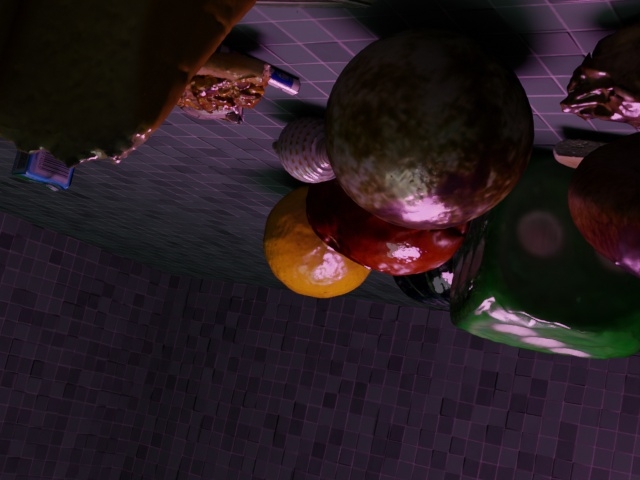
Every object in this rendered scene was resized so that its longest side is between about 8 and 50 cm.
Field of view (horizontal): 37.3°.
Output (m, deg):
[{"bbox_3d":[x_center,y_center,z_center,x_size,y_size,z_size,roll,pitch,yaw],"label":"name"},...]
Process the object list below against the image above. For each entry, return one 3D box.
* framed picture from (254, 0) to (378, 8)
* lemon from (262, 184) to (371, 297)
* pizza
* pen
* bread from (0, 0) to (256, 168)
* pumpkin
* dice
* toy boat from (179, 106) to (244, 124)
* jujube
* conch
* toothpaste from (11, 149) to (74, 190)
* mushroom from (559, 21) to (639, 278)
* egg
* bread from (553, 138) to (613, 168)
[{"bbox_3d":[-0.100,-0.265,1.006,0.232,0.019,0.296,8,-170,28],"label":"framed picture"},{"bbox_3d":[0.000,0.000,1.995,0.245,0.245,0.320,14,176,-9],"label":"lemon"},{"bbox_3d":[-0.155,-0.223,1.351,0.246,0.058,0.127,8,169,43],"label":"pizza"},{"bbox_3d":[-0.114,-0.256,1.356,0.204,0.025,0.025,20,167,-34],"label":"pen"},{"bbox_3d":[-0.150,-0.202,0.768,0.233,0.361,0.245,7,166,25],"label":"bread"},{"bbox_3d":[0.287,0.043,1.891,0.315,0.238,0.315,11,165,3],"label":"pumpkin"},{"bbox_3d":[0.389,0.034,1.572,0.300,0.287,0.297,12,170,1],"label":"dice"},{"bbox_3d":[-0.216,-0.230,1.501,0.210,0.066,0.084,11,168,11],"label":"toy boat"},{"bbox_3d":[0.110,-0.055,1.610,0.223,0.223,0.318,21,174,-39],"label":"jujube"},{"bbox_3d":[-0.009,-0.155,1.558,0.135,0.102,0.153,10,-153,-33],"label":"conch"},{"bbox_3d":[-0.331,-0.200,1.235,0.065,0.266,0.050,20,167,-39],"label":"toothpaste"},{"bbox_3d":[0.447,-0.092,1.125,0.334,0.356,0.331,-24,-177,-25],"label":"mushroom"},{"bbox_3d":[0.139,-0.129,1.141,0.238,0.238,0.289,3,175,44],"label":"egg"},{"bbox_3d":[0.439,-0.121,1.388,0.193,0.036,0.112,7,173,13],"label":"bread"}]
